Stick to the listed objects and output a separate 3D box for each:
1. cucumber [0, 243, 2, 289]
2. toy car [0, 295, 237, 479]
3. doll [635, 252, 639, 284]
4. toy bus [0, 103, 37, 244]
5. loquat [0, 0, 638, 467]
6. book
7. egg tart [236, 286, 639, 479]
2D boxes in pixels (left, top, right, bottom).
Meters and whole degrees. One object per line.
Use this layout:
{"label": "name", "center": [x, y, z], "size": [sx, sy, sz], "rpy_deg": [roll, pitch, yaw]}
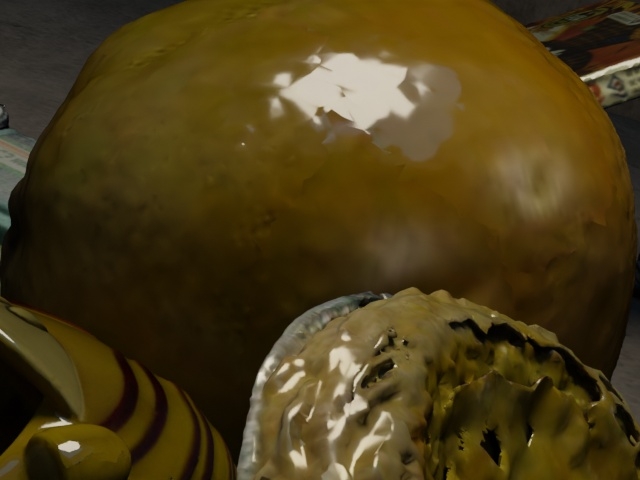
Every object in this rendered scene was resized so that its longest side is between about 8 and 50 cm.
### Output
{"label": "cucumber", "center": [-0.272, 0.003, 0.626], "size": [0.241, 0.074, 0.074], "rpy_deg": [14, 15, 3]}
{"label": "toy car", "center": [-0.130, 0.078, 0.368], "size": [0.200, 0.142, 0.248], "rpy_deg": [24, 19, 26]}
{"label": "doll", "center": [0.327, 0.034, 1.123], "size": [0.094, 0.079, 0.180], "rpy_deg": [-5, 25, 15]}
{"label": "toy bus", "center": [-0.189, -0.016, 0.752], "size": [0.261, 0.091, 0.109], "rpy_deg": [22, 27, 26]}
{"label": "loquat", "center": [0.000, 0.000, 0.578], "size": [0.283, 0.276, 0.276], "rpy_deg": [8, 17, -16]}
{"label": "book", "center": [0.088, -0.113, 1.042], "size": [0.428, 0.039, 0.300], "rpy_deg": [-18, 17, 2]}
{"label": "egg tart", "center": [0.047, 0.126, 0.382], "size": [0.234, 0.094, 0.234], "rpy_deg": [36, 37, -33]}
